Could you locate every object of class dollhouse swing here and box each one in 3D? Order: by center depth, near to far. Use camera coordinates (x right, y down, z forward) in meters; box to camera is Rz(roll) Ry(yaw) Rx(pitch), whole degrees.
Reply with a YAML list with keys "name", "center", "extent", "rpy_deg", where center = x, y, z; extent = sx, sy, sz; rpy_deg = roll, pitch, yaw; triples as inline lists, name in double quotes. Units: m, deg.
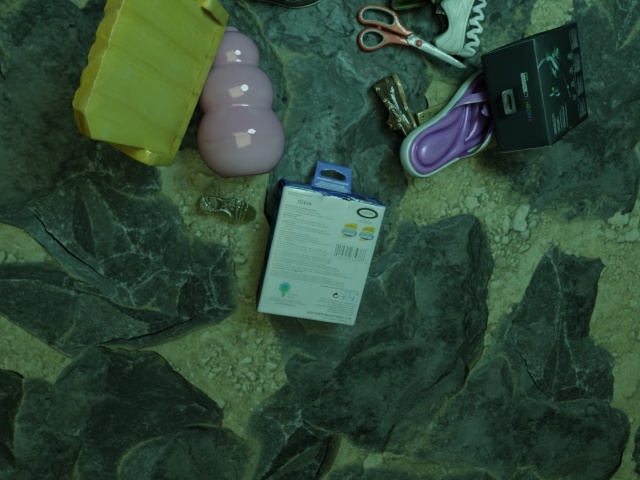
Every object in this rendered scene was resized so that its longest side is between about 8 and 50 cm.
- name: "dollhouse swing"
  center: [-0.388, -0.359, 0.871]
  extent: [0.315, 0.305, 0.347]
  rpy_deg: [29, 101, 22]

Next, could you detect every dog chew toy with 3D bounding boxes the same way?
- name: "dog chew toy"
  center: [-0.193, -0.317, 1.047]
  extent: [0.206, 0.206, 0.332]
  rpy_deg: [-7, 97, -8]

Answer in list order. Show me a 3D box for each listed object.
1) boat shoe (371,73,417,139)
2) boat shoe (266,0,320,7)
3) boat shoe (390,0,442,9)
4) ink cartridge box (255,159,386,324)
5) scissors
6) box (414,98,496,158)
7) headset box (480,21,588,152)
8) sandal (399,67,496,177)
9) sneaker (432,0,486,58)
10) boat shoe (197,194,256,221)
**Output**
- name: "boat shoe"
  center: [0.198, -0.322, 1.174]
  extent: [0.073, 0.073, 0.207]
  rpy_deg: [-26, 100, -1]
- name: "boat shoe"
  center: [-0.091, -0.595, 1.049]
  extent: [0.227, 0.069, 0.081]
  rpy_deg: [-2, 105, -9]
- name: "boat shoe"
  center: [0.267, -0.586, 1.050]
  extent: [0.080, 0.223, 0.074]
  rpy_deg: [29, 70, -53]
- name: "ink cartridge box"
  center: [0.000, 0.000, 1.181]
  extent: [0.269, 0.151, 0.396]
  rpy_deg: [11, 104, -13]
- name: "scissors"
  center: [0.233, -0.511, 1.127]
  extent: [0.296, 0.021, 0.109]
  rpy_deg: [11, 103, 0]
- name: "box"
  center: [0.372, -0.302, 1.233]
  extent: [0.201, 0.021, 0.165]
  rpy_deg: [-21, 107, -4]
- name: "headset box"
  center: [0.534, -0.375, 1.115]
  extent: [0.283, 0.131, 0.247]
  rpy_deg: [-33, 112, -36]
- name: "sandal"
  center: [0.384, -0.296, 1.149]
  extent: [0.416, 0.102, 0.169]
  rpy_deg: [-42, 113, -10]
- name: "sneaker"
  center: [0.350, -0.605, 1.101]
  extent: [0.118, 0.110, 0.292]
  rpy_deg: [8, 112, 4]
- name: "boat shoe"
  center: [-0.244, -0.084, 1.177]
  extent: [0.152, 0.048, 0.056]
  rpy_deg: [9, 91, -19]
